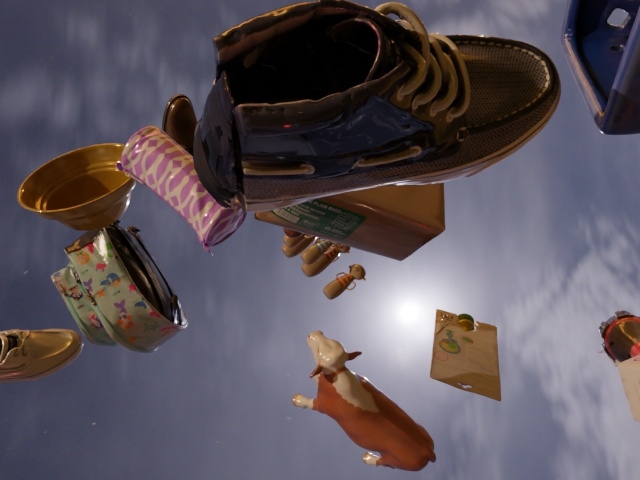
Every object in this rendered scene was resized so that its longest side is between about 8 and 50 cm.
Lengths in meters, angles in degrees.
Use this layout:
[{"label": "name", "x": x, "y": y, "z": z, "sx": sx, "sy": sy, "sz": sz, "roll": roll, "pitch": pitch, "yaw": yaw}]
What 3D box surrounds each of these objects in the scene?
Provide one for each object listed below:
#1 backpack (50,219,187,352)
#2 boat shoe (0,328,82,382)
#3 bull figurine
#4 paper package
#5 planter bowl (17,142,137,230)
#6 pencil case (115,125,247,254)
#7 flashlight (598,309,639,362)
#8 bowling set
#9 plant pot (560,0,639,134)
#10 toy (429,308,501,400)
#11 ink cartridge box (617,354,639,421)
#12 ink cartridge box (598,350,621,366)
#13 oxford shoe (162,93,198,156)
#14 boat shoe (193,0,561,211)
[{"label": "backpack", "x": -0.392, "y": 0.110, "z": 1.187, "sx": 0.191, "sy": 0.225, "sz": 0.253, "roll": -41, "pitch": -102, "yaw": -4}, {"label": "boat shoe", "x": -0.496, "y": 0.183, "z": 0.940, "sx": 0.226, "sy": 0.076, "sz": 0.083, "roll": -15, "pitch": -124, "yaw": -33}, {"label": "bull figurine", "x": 0.062, "y": 0.290, "z": 1.024, "sx": 0.310, "sy": 0.188, "sz": 0.101, "roll": 46, "pitch": -119, "yaw": -7}, {"label": "paper package", "x": 0.066, "y": -0.150, "z": 1.137, "sx": 0.324, "sy": 0.168, "sz": 0.310, "roll": 18, "pitch": -125, "yaw": -17}, {"label": "planter bowl", "x": -0.410, "y": -0.081, "z": 1.052, "sx": 0.217, "sy": 0.217, "sz": 0.090, "roll": -54, "pitch": -35, "yaw": -41}, {"label": "pencil case", "x": -0.200, "y": -0.078, "z": 0.846, "sx": 0.206, "sy": 0.086, "sz": 0.088, "roll": 39, "pitch": -107, "yaw": 18}, {"label": "flashlight", "x": 0.577, "y": 0.205, "z": 1.043, "sx": 0.304, "sy": 0.103, "sz": 0.103, "roll": -22, "pitch": -75, "yaw": -75}, {"label": "bowling set", "x": 0.000, "y": 0.000, "z": 1.573, "sx": 0.154, "sy": 0.287, "sz": 0.200, "roll": -35, "pitch": -42, "yaw": -15}, {"label": "plant pot", "x": 0.397, "y": -0.261, "z": 0.605, "sx": 0.236, "sy": 0.211, "sz": 0.236, "roll": -83, "pitch": -7, "yaw": -45}, {"label": "toy", "x": 0.288, "y": 0.237, "z": 1.195, "sx": 0.136, "sy": 0.056, "sz": 0.237, "roll": 17, "pitch": -148, "yaw": 6}, {"label": "ink cartridge box", "x": 0.333, "y": 0.116, "z": 0.481, "sx": 0.099, "sy": 0.135, "sz": 0.056, "roll": -17, "pitch": -93, "yaw": -16}, {"label": "ink cartridge box", "x": 0.750, "y": 0.220, "z": 1.299, "sx": 0.208, "sy": 0.206, "sz": 0.045, "roll": 66, "pitch": -178, "yaw": -75}, {"label": "oxford shoe", "x": -0.277, "y": -0.193, "z": 1.251, "sx": 0.082, "sy": 0.096, "sz": 0.227, "roll": -21, "pitch": -57, "yaw": -35}, {"label": "boat shoe", "x": 0.070, "y": -0.115, "z": 0.459, "sx": 0.340, "sy": 0.158, "sz": 0.127, "roll": -19, "pitch": -101, "yaw": -14}]
